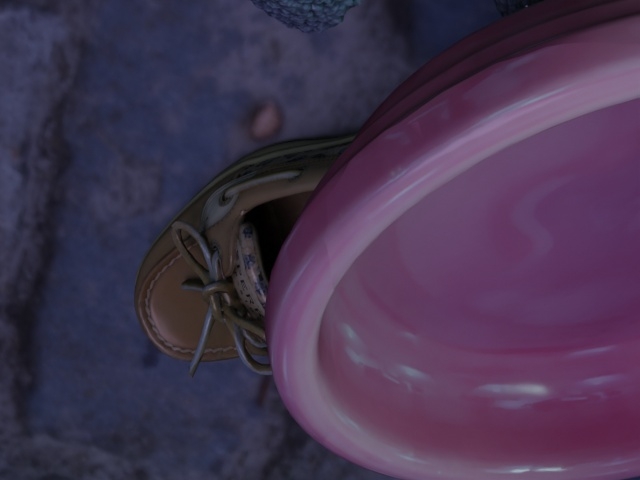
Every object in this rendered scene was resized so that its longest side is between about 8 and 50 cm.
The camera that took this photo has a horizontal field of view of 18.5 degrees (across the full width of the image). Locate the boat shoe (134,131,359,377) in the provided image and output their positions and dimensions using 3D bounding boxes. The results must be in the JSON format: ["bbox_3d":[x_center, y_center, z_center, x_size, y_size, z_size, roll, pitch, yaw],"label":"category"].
[{"bbox_3d":[0.000,0.000,1.007,0.285,0.089,0.105,-28,101,35],"label":"boat shoe"}]

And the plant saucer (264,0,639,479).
[{"bbox_3d":[0.136,-0.004,0.851,0.332,0.084,0.332,-9,147,-6],"label":"plant saucer"}]

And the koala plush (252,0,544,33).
[{"bbox_3d":[0.104,-0.152,0.846,0.221,0.203,0.196,41,139,-24],"label":"koala plush"}]
